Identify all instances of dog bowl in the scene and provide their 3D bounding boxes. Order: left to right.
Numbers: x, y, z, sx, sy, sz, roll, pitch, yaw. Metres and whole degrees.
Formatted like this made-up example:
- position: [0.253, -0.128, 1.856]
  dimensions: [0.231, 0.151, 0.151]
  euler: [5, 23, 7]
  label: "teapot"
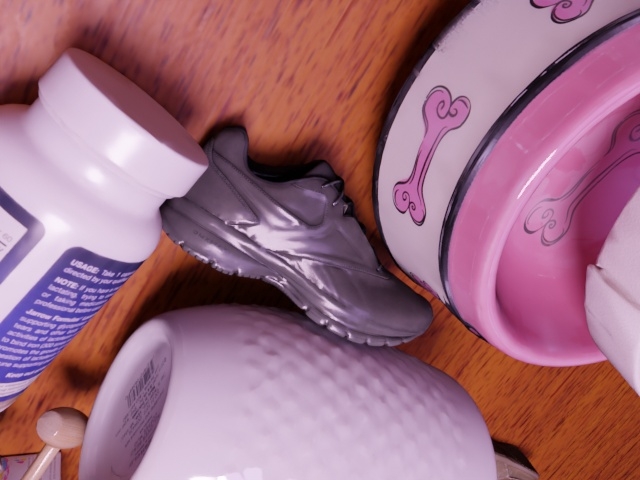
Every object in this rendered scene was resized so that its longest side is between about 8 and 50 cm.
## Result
- position: [0.264, -0.050, 0.541]
  dimensions: [0.409, 0.150, 0.407]
  euler: [-11, 131, -13]
  label: "dog bowl"

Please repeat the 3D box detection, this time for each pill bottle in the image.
- position: [-0.218, -0.003, 0.443]
  dimensions: [0.265, 0.153, 0.153]
  euler: [-45, 127, 8]
  label: "pill bottle"

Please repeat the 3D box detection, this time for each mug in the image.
- position: [-0.071, 0.238, 0.594]
  dimensions: [0.328, 0.276, 0.374]
  euler: [29, 117, -31]
  label: "mug"

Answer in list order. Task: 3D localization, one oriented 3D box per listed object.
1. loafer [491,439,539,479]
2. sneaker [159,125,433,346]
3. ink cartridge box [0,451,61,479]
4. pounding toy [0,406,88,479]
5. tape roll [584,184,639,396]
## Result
- position: [0.295, 0.362, 0.958]
  dimensions: [0.148, 0.056, 0.050]
  euler: [32, 105, -25]
  label: "loafer"
- position: [0.000, 0.000, 0.545]
  dimensions: [0.286, 0.109, 0.130]
  euler: [29, 98, -20]
  label: "sneaker"
- position: [-0.334, 0.274, 0.607]
  dimensions: [0.123, 0.088, 0.052]
  euler: [2, 120, -24]
  label: "ink cartridge box"
- position: [-0.344, 0.192, 0.487]
  dimensions: [0.270, 0.154, 0.154]
  euler: [-19, 149, -11]
  label: "pounding toy"
- position: [0.412, 0.000, 0.491]
  dimensions: [0.393, 0.072, 0.391]
  euler: [-11, 130, -13]
  label: "tape roll"
